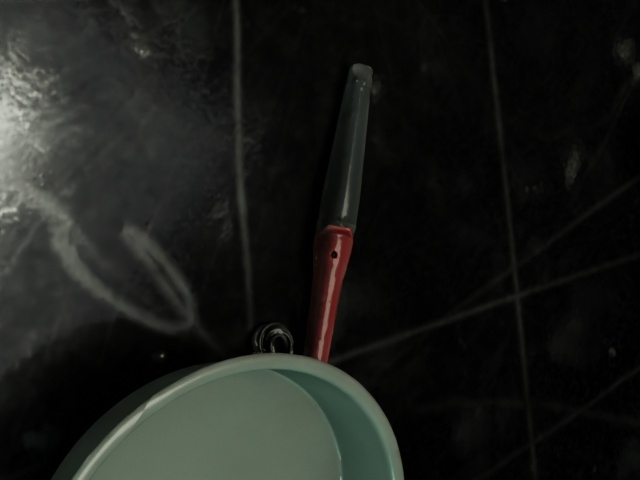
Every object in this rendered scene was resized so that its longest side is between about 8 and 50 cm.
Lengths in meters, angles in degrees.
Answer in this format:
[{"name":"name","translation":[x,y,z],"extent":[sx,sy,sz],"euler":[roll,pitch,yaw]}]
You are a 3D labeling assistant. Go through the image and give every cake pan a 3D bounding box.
[{"name":"cake pan","translation":[-0.070,0.208,0.774],"extent":[0.293,0.054,0.293],"euler":[-12,110,-34]}]

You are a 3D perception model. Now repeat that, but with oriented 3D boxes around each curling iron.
[{"name":"curling iron","translation":[0.000,0.000,0.847],"extent":[0.068,0.035,0.274],"euler":[22,80,-36]}]
